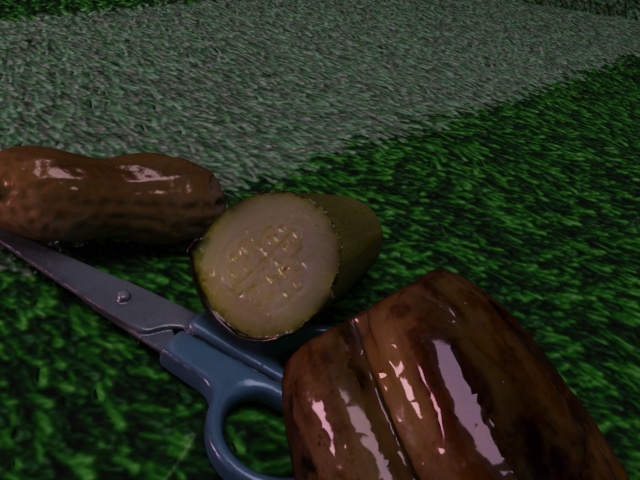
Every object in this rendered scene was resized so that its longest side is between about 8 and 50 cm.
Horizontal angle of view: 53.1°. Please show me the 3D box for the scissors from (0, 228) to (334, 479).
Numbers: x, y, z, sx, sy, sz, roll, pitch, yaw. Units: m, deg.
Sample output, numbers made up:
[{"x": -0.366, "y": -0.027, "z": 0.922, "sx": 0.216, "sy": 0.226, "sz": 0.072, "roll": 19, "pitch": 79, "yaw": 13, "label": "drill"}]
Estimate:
[{"x": -0.152, "y": 0.075, "z": 0.596, "sx": 0.447, "sy": 0.029, "sz": 0.192, "roll": 25, "pitch": 37, "yaw": 19, "label": "scissors"}]

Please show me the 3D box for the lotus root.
[{"x": 0.085, "y": 0.162, "z": 0.405, "sx": 0.193, "sy": 0.193, "sz": 0.290, "roll": -15, "pitch": 60, "yaw": -32, "label": "lotus root"}]

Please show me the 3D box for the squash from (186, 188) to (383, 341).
[{"x": 0.013, "y": -0.002, "z": 0.652, "sx": 0.137, "sy": 0.137, "sz": 0.288, "roll": 28, "pitch": 25, "yaw": 24, "label": "squash"}]

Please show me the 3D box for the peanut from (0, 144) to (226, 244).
[{"x": -0.229, "y": -0.045, "z": 0.672, "sx": 0.263, "sy": 0.101, "sz": 0.117, "roll": -1, "pitch": 2, "yaw": -30, "label": "peanut"}]
